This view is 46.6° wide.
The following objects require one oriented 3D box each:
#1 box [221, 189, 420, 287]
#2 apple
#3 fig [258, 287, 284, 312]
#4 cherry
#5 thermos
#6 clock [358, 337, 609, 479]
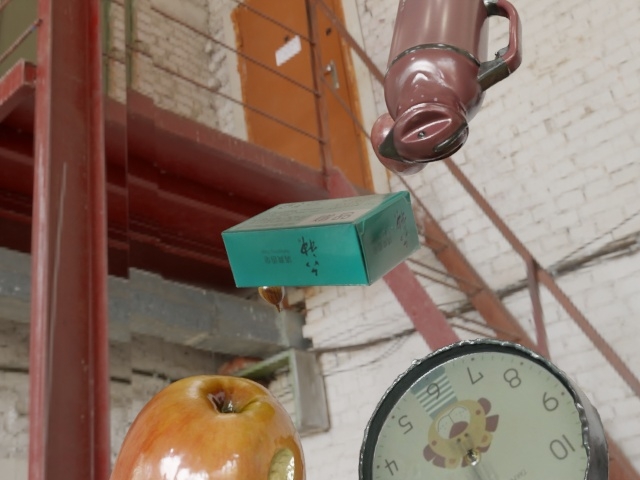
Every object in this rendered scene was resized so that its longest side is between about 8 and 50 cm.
[{"bbox_3d":[0.000,0.000,1.072,0.245,0.092,0.153,-4,17,38],"label":"box"},{"bbox_3d":[-0.133,0.291,0.895,0.242,0.241,0.242,12,2,0],"label":"apple"},{"bbox_3d":[-0.089,0.107,1.439,0.050,0.050,0.083,-14,-63,12],"label":"fig"},{"bbox_3d":[0.137,-0.153,1.178,0.106,0.087,0.126,-10,-45,22],"label":"cherry"},{"bbox_3d":[0.145,-0.212,0.824,0.136,0.330,0.109,10,-38,3],"label":"thermos"},{"bbox_3d":[0.185,0.265,0.904,0.312,0.313,0.061,-22,-45,27],"label":"clock"}]
